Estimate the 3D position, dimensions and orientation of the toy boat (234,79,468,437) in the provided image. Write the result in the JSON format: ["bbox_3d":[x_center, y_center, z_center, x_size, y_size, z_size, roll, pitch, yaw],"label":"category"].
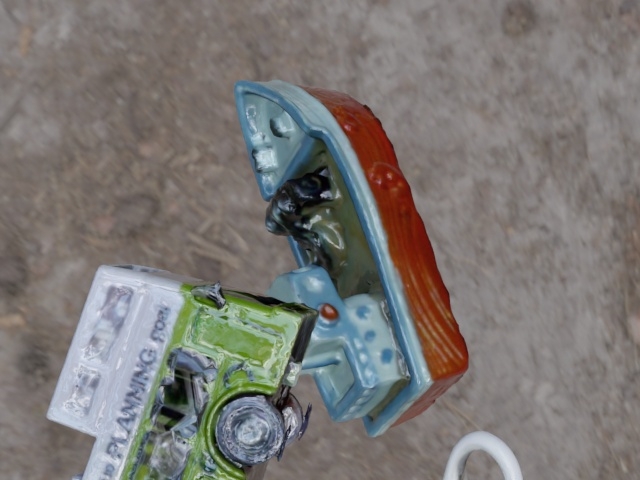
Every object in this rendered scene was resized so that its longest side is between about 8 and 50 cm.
[{"bbox_3d":[0.000,0.000,1.406,0.133,0.145,0.332,-9,66,-26],"label":"toy boat"}]

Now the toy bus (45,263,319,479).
[{"bbox_3d":[-0.104,0.165,0.982,0.139,0.113,0.302,19,91,6],"label":"toy bus"}]

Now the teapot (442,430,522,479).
[{"bbox_3d":[0.083,0.220,1.057,0.092,0.145,0.226,39,123,29],"label":"teapot"}]
